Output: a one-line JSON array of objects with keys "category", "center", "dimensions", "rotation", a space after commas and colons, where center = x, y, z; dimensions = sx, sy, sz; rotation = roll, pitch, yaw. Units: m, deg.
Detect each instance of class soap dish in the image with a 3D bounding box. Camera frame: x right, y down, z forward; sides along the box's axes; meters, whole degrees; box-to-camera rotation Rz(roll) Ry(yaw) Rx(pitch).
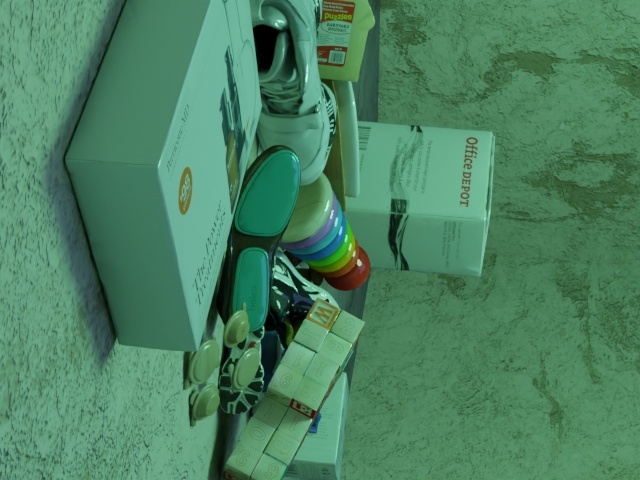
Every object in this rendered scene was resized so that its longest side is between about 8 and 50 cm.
[{"category": "soap dish", "center": [-0.008, -0.217, 2.039], "dimensions": [0.291, 0.118, 0.229], "rotation": [83, -4, -57]}]

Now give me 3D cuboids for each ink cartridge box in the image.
[{"category": "ink cartridge box", "center": [0.143, -0.091, 2.417], "dimensions": [0.285, 0.394, 0.166], "rotation": [-77, 169, -47]}]

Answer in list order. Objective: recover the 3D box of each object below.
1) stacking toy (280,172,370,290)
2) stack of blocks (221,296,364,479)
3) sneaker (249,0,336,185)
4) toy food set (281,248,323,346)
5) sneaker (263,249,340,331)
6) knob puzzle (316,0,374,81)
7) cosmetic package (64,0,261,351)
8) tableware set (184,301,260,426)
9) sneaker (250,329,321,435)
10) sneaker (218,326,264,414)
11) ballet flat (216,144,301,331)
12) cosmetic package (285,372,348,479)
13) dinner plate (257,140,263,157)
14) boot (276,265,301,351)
[{"category": "stacking toy", "center": [0.000, 0.000, 2.071], "dimensions": [0.330, 0.141, 0.141], "rotation": [53, 41, -58]}, {"category": "stack of blocks", "center": [-0.044, 0.258, 1.916], "dimensions": [0.297, 0.087, 0.171], "rotation": [-59, 174, -25]}, {"category": "sneaker", "center": [-0.063, -0.218, 1.746], "dimensions": [0.210, 0.137, 0.366], "rotation": [-70, 160, -59]}, {"category": "toy food set", "center": [-0.034, 0.084, 2.174], "dimensions": [0.128, 0.071, 0.218], "rotation": [44, 37, -60]}, {"category": "sneaker", "center": [-0.053, 0.120, 2.038], "dimensions": [0.217, 0.079, 0.121], "rotation": [44, 46, -31]}, {"category": "knob puzzle", "center": [-0.012, -0.346, 1.838], "dimensions": [0.030, 0.213, 0.213], "rotation": [-108, -163, -61]}, {"category": "cosmetic package", "center": [-0.148, -0.118, 1.265], "dimensions": [0.284, 0.097, 0.377], "rotation": [83, 14, -50]}, {"category": "tableware set", "center": [-0.135, 0.172, 1.669], "dimensions": [0.168, 0.020, 0.141], "rotation": [-41, 141, -44]}, {"category": "sneaker", "center": [-0.059, 0.244, 2.115], "dimensions": [0.296, 0.131, 0.112], "rotation": [84, 15, -53]}, {"category": "sneaker", "center": [-0.118, 0.185, 1.869], "dimensions": [0.071, 0.068, 0.170], "rotation": [138, -38, -82]}, {"category": "ballet flat", "center": [-0.104, -0.007, 1.737], "dimensions": [0.096, 0.095, 0.281], "rotation": [26, -77, 60]}, {"category": "cosmetic package", "center": [-0.030, 0.357, 2.343], "dimensions": [0.151, 0.151, 0.184], "rotation": [83, 14, -66]}, {"category": "dinner plate", "center": [-0.088, -0.152, 2.051], "dimensions": [0.141, 0.017, 0.141], "rotation": [7, 90, -83]}, {"category": "boot", "center": [-0.068, 0.167, 2.275], "dimensions": [0.208, 0.076, 0.190], "rotation": [-85, 176, -59]}]
